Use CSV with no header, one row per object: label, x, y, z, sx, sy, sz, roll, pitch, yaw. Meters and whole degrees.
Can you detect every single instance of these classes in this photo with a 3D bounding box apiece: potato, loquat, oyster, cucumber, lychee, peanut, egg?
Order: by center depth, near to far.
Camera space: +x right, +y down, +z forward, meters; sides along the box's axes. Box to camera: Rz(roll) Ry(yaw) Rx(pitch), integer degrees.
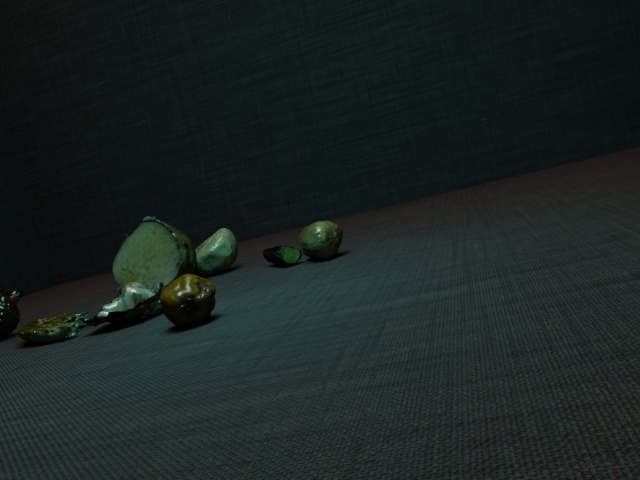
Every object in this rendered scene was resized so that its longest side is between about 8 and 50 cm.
loquat,-0.300,0.138,1.441,0.137,0.113,0.137,-4,16,1
oyster,-0.521,0.180,1.742,0.198,0.092,0.259,-13,14,18
egg,-0.607,0.173,2.037,0.096,0.080,0.080,-5,10,39
lychee,-1.070,0.236,2.051,0.238,0.200,0.200,-32,11,-18
peanut,0.000,0.000,2.052,0.137,0.122,0.253,-15,1,-14
cucumber,-0.137,0.060,2.132,0.078,0.062,0.211,20,-14,-20
potato,-0.542,0.068,2.229,0.301,0.289,0.237,-42,-22,15

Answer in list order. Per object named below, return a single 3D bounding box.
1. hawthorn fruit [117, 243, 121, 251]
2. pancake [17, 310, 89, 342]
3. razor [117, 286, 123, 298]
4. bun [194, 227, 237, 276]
hawthorn fruit,-0.685,0.072,2.421,0.211,0.211,0.299,-15,-25,-10
pancake,-0.765,0.251,1.830,0.197,0.054,0.376,-19,8,-26
razor,-0.605,0.187,2.092,0.135,0.068,0.040,-1,11,17
bun,-0.400,0.059,2.404,0.220,0.134,0.220,-38,14,12
